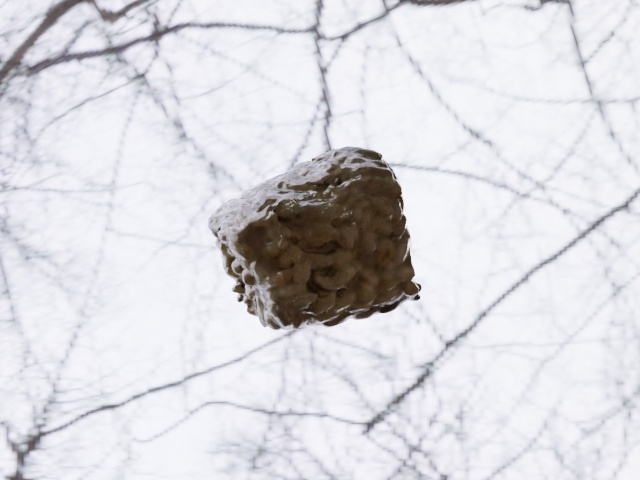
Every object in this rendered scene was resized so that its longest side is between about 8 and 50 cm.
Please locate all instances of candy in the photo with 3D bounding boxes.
[{"bbox_3d":[0.000,0.000,0.885,0.110,0.095,0.085,-17,-68,-12],"label":"candy"}]
